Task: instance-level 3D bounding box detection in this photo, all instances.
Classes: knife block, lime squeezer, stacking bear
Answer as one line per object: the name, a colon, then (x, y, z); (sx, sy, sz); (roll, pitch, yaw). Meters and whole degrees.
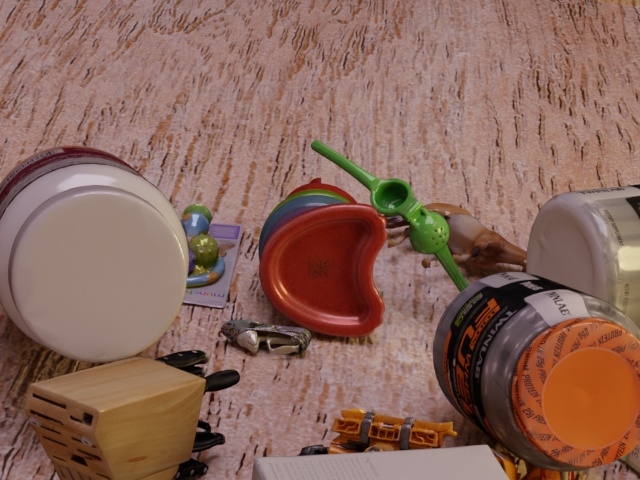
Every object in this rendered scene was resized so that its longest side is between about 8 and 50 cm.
knife block: (-0.182, 0.166, 1.841); (0.088, 0.275, 0.242); (16, 56, 23)
lime squeezer: (0.113, -0.036, 2.306); (0.310, 0.059, 0.110); (44, 1, -1)
stacking bear: (0.000, 0.000, 2.341); (0.164, 0.175, 0.289); (1, 16, -1)

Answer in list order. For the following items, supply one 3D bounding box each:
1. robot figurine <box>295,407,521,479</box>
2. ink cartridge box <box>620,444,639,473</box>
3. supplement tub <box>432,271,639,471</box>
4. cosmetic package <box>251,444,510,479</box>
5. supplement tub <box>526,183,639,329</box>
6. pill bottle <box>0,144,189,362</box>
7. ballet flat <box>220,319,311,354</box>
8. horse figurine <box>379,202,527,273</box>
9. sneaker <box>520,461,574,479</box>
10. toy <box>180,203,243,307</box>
robot figurine: (0.097, 0.228, 1.770); (0.211, 0.085, 0.291); (6, -12, 22)
ink cartridge box: (0.422, 0.224, 2.057); (0.171, 0.056, 0.235); (-12, 32, -33)
supplement tub: (0.248, 0.143, 1.926); (0.194, 0.193, 0.316); (1, 4, -10)
cosmetic package: (0.055, 0.316, 1.570); (0.225, 0.224, 0.138); (-2, 25, -16)
supplement tub: (0.462, 0.024, 2.314); (0.338, 0.207, 0.207); (-7, 27, -24)
pill bottle: (-0.274, 0.013, 2.044); (0.224, 0.224, 0.392); (0, 8, -12)
ballet flat: (-0.070, 0.124, 2.187); (0.114, 0.041, 0.041); (6, 25, 2)
horse figurine: (0.184, -0.002, 2.474); (0.174, 0.066, 0.263); (-7, 24, -38)
sneaker: (0.240, 0.288, 1.886); (0.067, 0.064, 0.175); (-6, 16, 11)
toy: (-0.184, 0.009, 2.386); (0.137, 0.056, 0.237); (5, 25, 2)
